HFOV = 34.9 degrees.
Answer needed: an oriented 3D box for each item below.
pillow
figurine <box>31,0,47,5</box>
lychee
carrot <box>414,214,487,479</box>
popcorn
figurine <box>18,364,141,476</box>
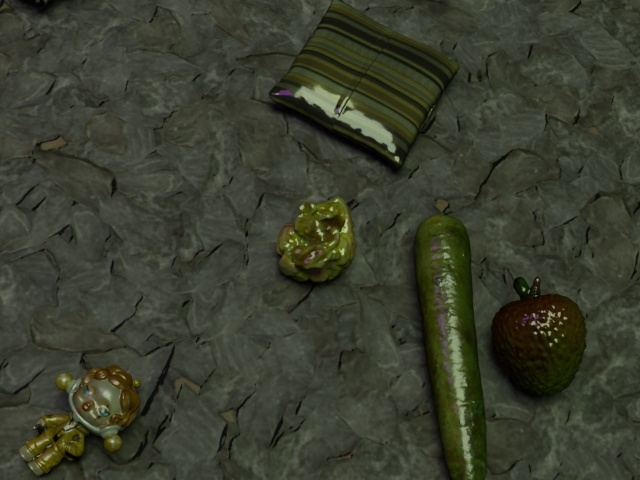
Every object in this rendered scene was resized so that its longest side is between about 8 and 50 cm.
[{"bbox_3d":[0.064,-0.224,1.416,0.208,0.052,0.212,29,62,3],"label":"pillow"},{"bbox_3d":[-0.350,-0.427,1.432,0.137,0.112,0.229,25,73,13],"label":"figurine"},{"bbox_3d":[0.264,0.114,1.233,0.114,0.114,0.146,-6,82,-12],"label":"lychee"},{"bbox_3d":[0.158,0.134,1.229,0.074,0.074,0.358,2,64,-8],"label":"carrot"},{"bbox_3d":[0.001,-0.001,1.269,0.097,0.089,0.109,38,59,-1],"label":"popcorn"},{"bbox_3d":[-0.260,0.203,1.126,0.101,0.068,0.143,24,73,9],"label":"figurine"}]
